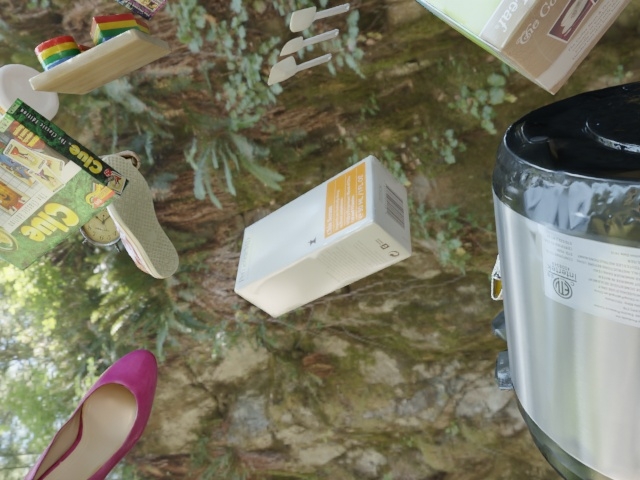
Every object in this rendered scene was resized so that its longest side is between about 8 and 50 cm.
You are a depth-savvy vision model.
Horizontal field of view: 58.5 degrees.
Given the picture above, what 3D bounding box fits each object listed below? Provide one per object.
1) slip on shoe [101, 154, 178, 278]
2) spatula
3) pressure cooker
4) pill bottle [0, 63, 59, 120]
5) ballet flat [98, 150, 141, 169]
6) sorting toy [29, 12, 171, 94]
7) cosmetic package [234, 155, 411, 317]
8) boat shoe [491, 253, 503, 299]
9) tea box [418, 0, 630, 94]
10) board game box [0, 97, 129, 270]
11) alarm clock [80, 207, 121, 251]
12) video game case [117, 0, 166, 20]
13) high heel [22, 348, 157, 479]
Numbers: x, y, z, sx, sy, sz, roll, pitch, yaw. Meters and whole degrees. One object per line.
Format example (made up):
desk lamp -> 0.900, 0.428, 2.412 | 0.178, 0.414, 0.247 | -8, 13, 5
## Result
slip on shoe -> -0.464, -0.052, 1.411 | 0.123, 0.101, 0.332 | -45, -55, -41
spatula -> -0.021, -0.424, 1.216 | 0.242, 0.019, 0.168 | -41, -20, -49
pressure cooker -> 0.365, 0.072, 0.569 | 0.370, 0.375, 0.421 | -84, -18, -67
pill bottle -> -0.818, -0.320, 1.487 | 0.162, 0.278, 0.162 | 30, -132, -39
ballet flat -> -0.754, -0.236, 1.919 | 0.106, 0.315, 0.108 | 21, 131, 55
sorting toy -> -0.506, -0.432, 1.306 | 0.255, 0.256, 0.090 | -83, -30, -77
cosmetic package -> 0.000, 0.000, 1.475 | 0.161, 0.453, 0.230 | 38, -142, -34
boat shoe -> 0.339, 0.064, 1.072 | 0.035, 0.035, 0.100 | -8, -70, -42
tea box -> 0.283, -0.446, 0.794 | 0.219, 0.329, 0.324 | 6, -143, -50
board game box -> -0.347, -0.049, 0.663 | 0.136, 0.259, 0.030 | 38, -136, -30
alarm clock -> -0.585, -0.070, 1.560 | 0.064, 0.129, 0.192 | -80, 4, -69
video game case -> -0.382, -0.537, 1.078 | 0.232, 0.210, 0.042 | 25, -114, -33
high heel -> -0.240, 0.200, 0.603 | 0.244, 0.082, 0.117 | -58, -1, -42
